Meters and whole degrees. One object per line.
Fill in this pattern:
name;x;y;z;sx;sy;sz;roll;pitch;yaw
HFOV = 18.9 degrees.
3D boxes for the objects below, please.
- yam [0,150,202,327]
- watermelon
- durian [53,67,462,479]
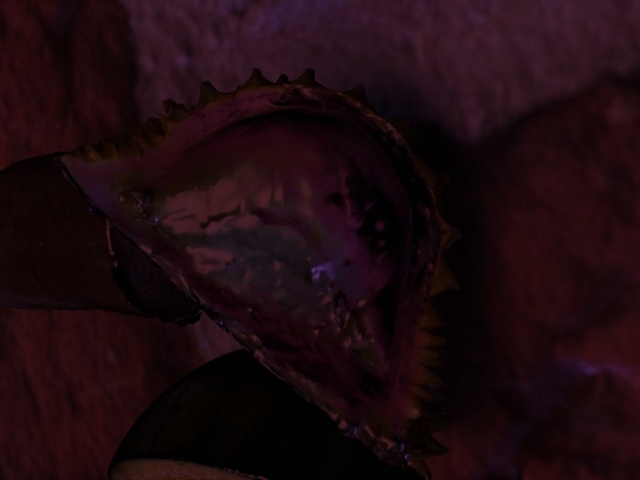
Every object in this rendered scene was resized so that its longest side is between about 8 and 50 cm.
yam;-0.098;-0.005;0.863;0.127;0.084;0.084;4;102;46
watermelon;-0.025;0.090;0.846;0.181;0.075;0.092;-2;142;48
durian;0.002;-0.003;0.766;0.186;0.119;0.108;39;90;4
